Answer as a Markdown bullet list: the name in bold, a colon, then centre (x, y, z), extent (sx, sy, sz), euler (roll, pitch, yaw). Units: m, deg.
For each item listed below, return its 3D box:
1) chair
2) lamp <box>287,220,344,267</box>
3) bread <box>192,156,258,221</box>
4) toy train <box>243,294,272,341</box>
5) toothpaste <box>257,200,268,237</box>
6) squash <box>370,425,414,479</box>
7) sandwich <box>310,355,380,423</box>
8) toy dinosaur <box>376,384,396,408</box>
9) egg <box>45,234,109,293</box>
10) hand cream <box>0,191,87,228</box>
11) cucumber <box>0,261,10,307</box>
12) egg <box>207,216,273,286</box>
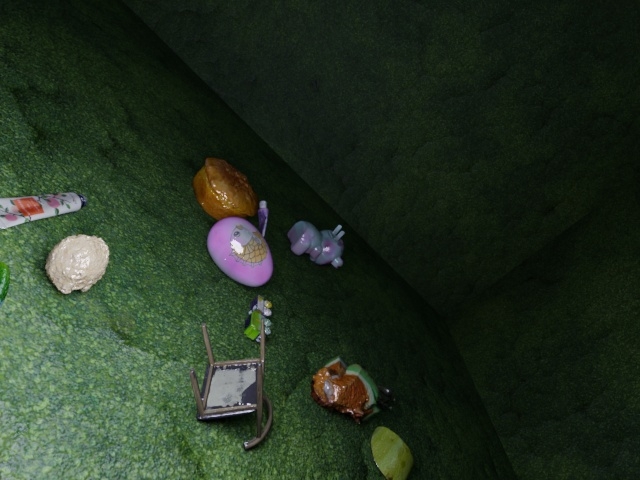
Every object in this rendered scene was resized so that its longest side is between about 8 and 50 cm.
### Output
- **chair**: centre (-0.210, 0.354, 1.001), extent (0.188, 0.166, 0.273), euler (-101, -172, -62)
- **lamp**: centre (0.000, 0.000, 2.174), extent (0.301, 0.247, 0.247), euler (28, 22, -31)
- **bread**: centre (-0.404, -0.209, 1.755), extent (0.312, 0.172, 0.312), euler (45, 19, -21)
- **toy train**: centre (-0.208, 0.258, 1.367), extent (0.081, 0.060, 0.202), euler (35, 18, -20)
- **toothpaste**: centre (-0.243, -0.025, 1.745), extent (0.075, 0.048, 0.301), euler (104, -16, -74)
- **squash**: centre (0.262, 0.743, 1.407), extent (0.192, 0.085, 0.184), euler (49, 16, 8)
- **sandwich**: centre (0.090, 0.496, 1.403), extent (0.250, 0.162, 0.301), euler (51, 14, 26)
- **toy dinosaur**: centre (0.217, 0.624, 1.686), extent (0.178, 0.087, 0.187), euler (14, -31, 44)
- **egg**: centre (-0.540, 0.049, 0.910), extent (0.118, 0.116, 0.140), euler (50, 42, -10)
- **hand cream**: centre (-0.679, -0.082, 0.992), extent (0.080, 0.050, 0.234), euler (52, 23, 1)
- **cucumber**: centre (-0.610, 0.096, 0.768), extent (0.037, 0.037, 0.155), euler (32, 23, -42)
- **egg**: centre (-0.279, 0.042, 1.450), extent (0.271, 0.196, 0.196), euler (48, 16, -17)
